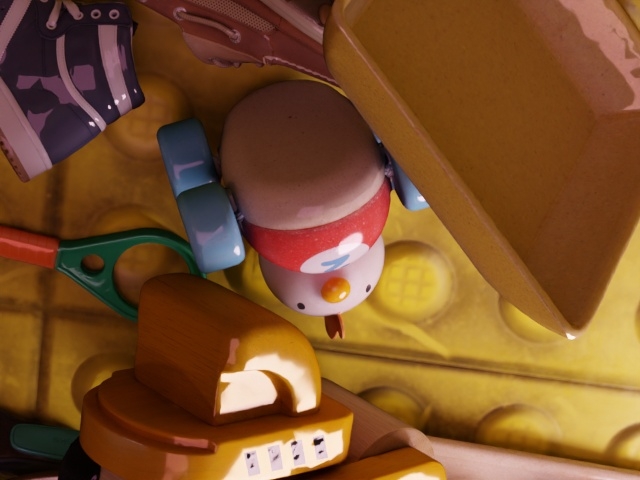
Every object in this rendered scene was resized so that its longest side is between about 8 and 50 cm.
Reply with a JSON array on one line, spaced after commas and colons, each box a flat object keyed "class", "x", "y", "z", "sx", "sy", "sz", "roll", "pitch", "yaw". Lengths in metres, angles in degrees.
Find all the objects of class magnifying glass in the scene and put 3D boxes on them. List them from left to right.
[{"class": "magnifying glass", "x": -0.218, "y": 0.018, "z": 1.745, "sx": 0.231, "sy": 0.026, "sz": 0.092, "roll": 13, "pitch": 113, "yaw": -7}]

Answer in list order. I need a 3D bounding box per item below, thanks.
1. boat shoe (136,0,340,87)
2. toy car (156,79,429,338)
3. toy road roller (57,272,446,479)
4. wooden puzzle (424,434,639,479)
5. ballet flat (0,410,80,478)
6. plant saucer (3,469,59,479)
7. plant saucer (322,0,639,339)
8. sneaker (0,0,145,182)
[{"class": "boat shoe", "x": -0.062, "y": -0.204, "z": 1.587, "sx": 0.324, "sy": 0.123, "sz": 0.116, "roll": 34, "pitch": 129, "yaw": 4}, {"class": "toy car", "x": 0.000, "y": 0.000, "z": 1.649, "sx": 0.219, "sy": 0.210, "sz": 0.238, "roll": -18, "pitch": 125, "yaw": -4}, {"class": "toy road roller", "x": -0.051, "y": 0.150, "z": 1.635, "sx": 0.329, "sy": 0.202, "sz": 0.240, "roll": -8, "pitch": 114, "yaw": -41}, {"class": "wooden puzzle", "x": 0.181, "y": 0.358, "z": 1.854, "sx": 0.348, "sy": 0.080, "sz": 0.322, "roll": 12, "pitch": 113, "yaw": -4}, {"class": "ballet flat", "x": -0.308, "y": 0.196, "z": 1.800, "sx": 0.203, "sy": 0.074, "sz": 0.074, "roll": 18, "pitch": 113, "yaw": -13}, {"class": "plant saucer", "x": -0.239, "y": 0.324, "z": 1.832, "sx": 0.310, "sy": 0.050, "sz": 0.310, "roll": -2, "pitch": 129, "yaw": -3}, {"class": "plant saucer", "x": 0.141, "y": -0.129, "z": 1.542, "sx": 0.081, "sy": 0.333, "sz": 0.333, "roll": -22, "pitch": 114, "yaw": 40}, {"class": "sneaker", "x": -0.255, "y": -0.206, "z": 1.610, "sx": 0.153, "sy": 0.099, "sz": 0.282, "roll": -29, "pitch": 94, "yaw": -6}]
